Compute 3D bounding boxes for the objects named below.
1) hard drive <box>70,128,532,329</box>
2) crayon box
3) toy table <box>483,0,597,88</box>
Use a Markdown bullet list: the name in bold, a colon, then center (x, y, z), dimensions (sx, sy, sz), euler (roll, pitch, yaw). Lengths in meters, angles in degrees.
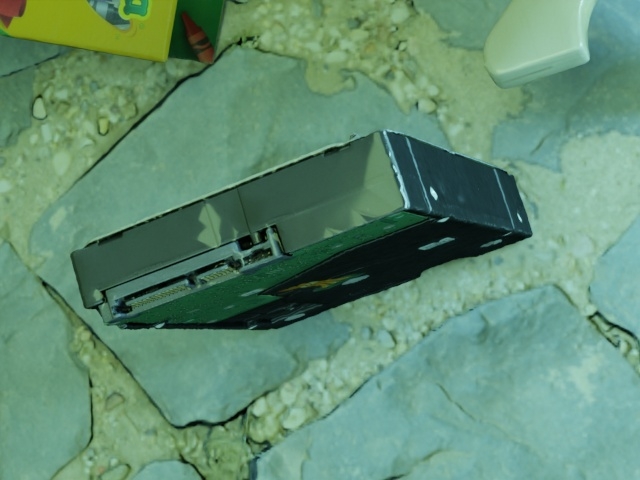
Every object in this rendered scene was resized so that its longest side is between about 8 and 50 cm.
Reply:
- **hard drive**: center (0.000, 0.000, 1.284), dimensions (0.237, 0.339, 0.064), euler (-21, 81, 19)
- **crayon box**: center (-0.215, -0.259, 1.416), dimensions (0.318, 0.081, 0.202), euler (7, 99, -16)
- **toy table**: center (0.224, -0.216, 1.283), dimensions (0.274, 0.252, 0.161), euler (-22, 63, 26)
